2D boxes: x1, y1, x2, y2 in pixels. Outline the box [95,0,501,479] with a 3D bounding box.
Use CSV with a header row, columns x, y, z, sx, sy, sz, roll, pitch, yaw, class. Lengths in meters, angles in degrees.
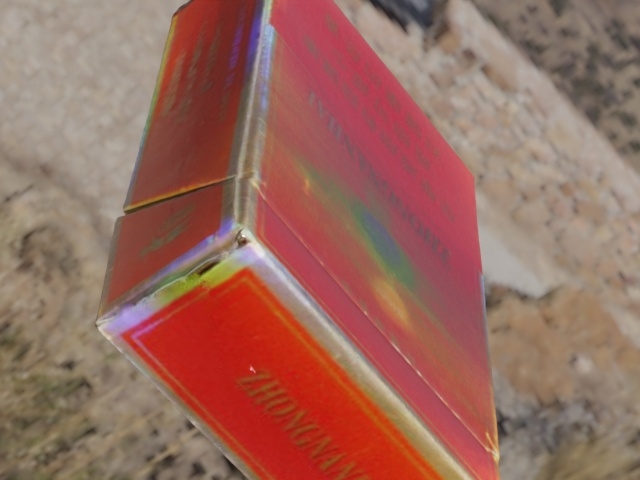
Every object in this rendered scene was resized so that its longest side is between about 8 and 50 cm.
x,y,z,sx,sy,sz,roll,pitch,yaw,class
-0.001,0.001,0.466,0.112,0.048,0.175,49,22,-24,box
